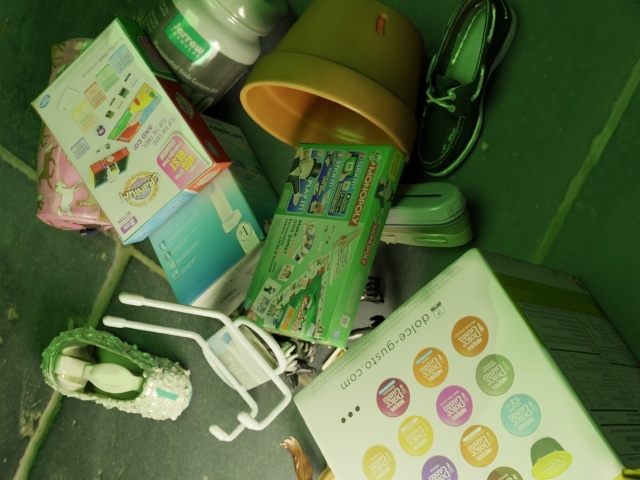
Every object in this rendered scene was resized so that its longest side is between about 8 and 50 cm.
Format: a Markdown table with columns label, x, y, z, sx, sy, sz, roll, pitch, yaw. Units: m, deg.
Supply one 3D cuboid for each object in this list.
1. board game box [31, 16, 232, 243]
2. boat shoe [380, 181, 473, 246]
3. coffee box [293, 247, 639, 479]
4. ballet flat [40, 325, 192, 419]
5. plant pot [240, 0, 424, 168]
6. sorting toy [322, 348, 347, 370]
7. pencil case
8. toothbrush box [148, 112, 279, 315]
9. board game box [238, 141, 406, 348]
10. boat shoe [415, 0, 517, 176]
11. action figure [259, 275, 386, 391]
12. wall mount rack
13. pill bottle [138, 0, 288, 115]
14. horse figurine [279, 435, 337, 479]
| label | x | y | z | sx | sy | sz | roll | pitch | yaw |
| --- | --- | --- | --- | --- | --- | --- | --- | --- | --- |
| board game box | -0.336 | -0.190 | 1.894 | 0.242 | 0.064 | 0.317 | -38 | 81 | 23 |
| boat shoe | 0.111 | -0.036 | 1.745 | 0.302 | 0.109 | 0.094 | 6 | 129 | 46 |
| coffee box | 0.244 | 0.255 | 1.451 | 0.337 | 0.338 | 0.334 | -42 | 61 | 22 |
| ballet flat | -0.420 | 0.242 | 2.047 | 0.408 | 0.147 | 0.147 | 6 | 85 | 36 |
| plant pot | 0.043 | -0.262 | 1.743 | 0.290 | 0.291 | 0.204 | 13 | 72 | 36 |
| sorting toy | 0.027 | 0.225 | 1.809 | 0.083 | 0.012 | 0.062 | -52 | 58 | 16 |
| pencil case | -0.464 | -0.210 | 2.136 | 0.160 | 0.167 | 0.386 | -3 | 79 | 28 |
| toothbrush box | -0.196 | -0.045 | 1.944 | 0.216 | 0.126 | 0.296 | -42 | 61 | 22 |
| board game box | 0.000 | 0.000 | 1.701 | 0.213 | 0.046 | 0.317 | 8 | 75 | 46 |
| boat shoe | 0.213 | -0.252 | 1.716 | 0.114 | 0.091 | 0.303 | 20 | 93 | 36 |
| action figure | -0.019 | 0.145 | 1.777 | 0.275 | 0.141 | 0.164 | -24 | 59 | 28 |
| wall mount rack | -0.199 | 0.186 | 1.770 | 0.304 | 0.130 | 0.350 | 49 | 156 | -1 |
| pill bottle | -0.240 | -0.350 | 1.982 | 0.361 | 0.204 | 0.204 | -45 | 60 | 21 |
| horse figurine | 0.057 | 0.367 | 1.731 | 0.263 | 0.066 | 0.175 | -8 | 71 | 31 |
